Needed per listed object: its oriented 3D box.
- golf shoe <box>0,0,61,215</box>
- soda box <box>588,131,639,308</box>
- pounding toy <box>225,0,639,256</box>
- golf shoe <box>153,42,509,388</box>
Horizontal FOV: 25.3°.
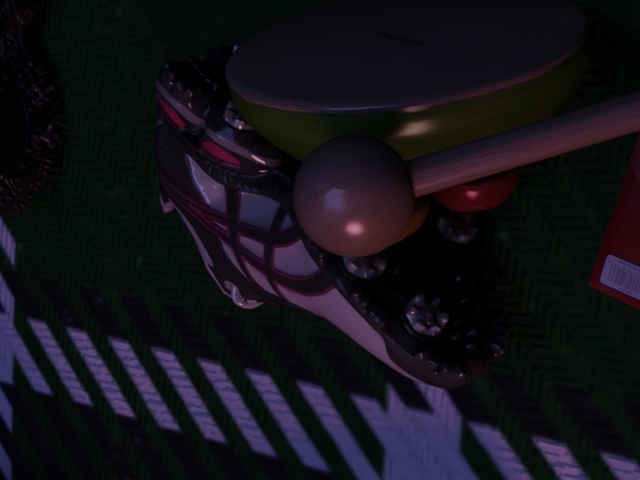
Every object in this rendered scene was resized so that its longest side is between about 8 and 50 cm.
[{"bbox_3d":[-0.236,-0.114,1.001,0.094,0.077,0.198,-3,89,52],"label":"golf shoe"},{"bbox_3d":[0.257,0.029,0.616,0.263,0.092,0.083,27,109,33],"label":"soda box"},{"bbox_3d":[0.056,-0.043,0.709,0.237,0.183,0.110,-116,15,-64],"label":"pounding toy"},{"bbox_3d":[0.000,0.000,0.822,0.273,0.105,0.120,47,136,31],"label":"golf shoe"}]
